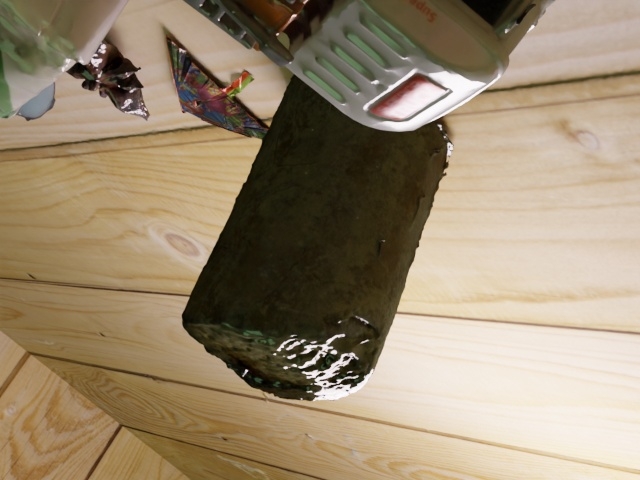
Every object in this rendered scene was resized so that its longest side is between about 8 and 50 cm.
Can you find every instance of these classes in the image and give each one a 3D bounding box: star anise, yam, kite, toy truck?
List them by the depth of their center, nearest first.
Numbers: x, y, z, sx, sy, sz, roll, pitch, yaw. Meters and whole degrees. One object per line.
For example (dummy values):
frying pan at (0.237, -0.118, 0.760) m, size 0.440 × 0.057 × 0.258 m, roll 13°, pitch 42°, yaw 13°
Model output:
toy truck at (-0.022, -0.236, 0.732) m, size 0.387 × 0.207 × 0.173 m, roll 36°, pitch 156°, yaw -12°
yam at (0.000, 0.000, 1.078) m, size 0.195 × 0.300 × 0.195 m, roll 20°, pitch 163°, yaw 7°
kite at (-0.115, -0.162, 1.236) m, size 0.190 × 0.010 × 0.159 m, roll 42°, pitch 153°, yaw -26°
star anise at (-0.242, -0.187, 1.279) m, size 0.124 × 0.056 × 0.129 m, roll -1°, pitch 140°, yaw 50°

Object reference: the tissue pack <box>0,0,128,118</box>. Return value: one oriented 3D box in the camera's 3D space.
tissue pack at (-0.272, -0.306, 0.821) m, size 0.356 × 0.266 × 0.194 m, roll 41°, pitch 154°, yaw -21°

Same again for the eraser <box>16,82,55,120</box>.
eraser at (-0.468, -0.242, 1.413) m, size 0.227 × 0.081 × 0.174 m, roll 15°, pitch 153°, yaw 30°
